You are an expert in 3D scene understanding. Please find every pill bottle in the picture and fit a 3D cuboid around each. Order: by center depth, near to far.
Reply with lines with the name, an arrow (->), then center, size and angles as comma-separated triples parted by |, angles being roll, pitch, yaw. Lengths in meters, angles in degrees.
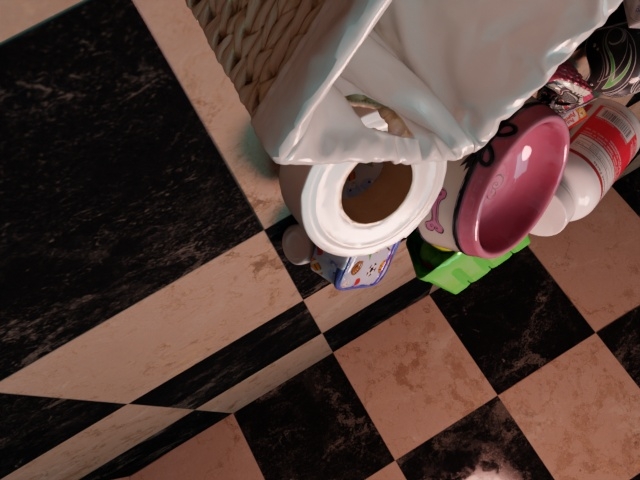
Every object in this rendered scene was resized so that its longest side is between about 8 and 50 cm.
pill bottle -> 0.000, 0.000, 1.211 | 0.169, 0.094, 0.094 | -10, 151, -46
pill bottle -> 0.691, -0.201, 1.417 | 0.407, 0.229, 0.229 | -42, 165, -25

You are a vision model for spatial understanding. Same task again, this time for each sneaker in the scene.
sneaker -> 0.551, -0.342, 1.182 | 0.112, 0.121, 0.299 | -39, 160, 28

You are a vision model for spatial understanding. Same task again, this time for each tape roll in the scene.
tape roll -> 0.076, -0.112, 0.888 | 0.286, 0.100, 0.286 | -16, 130, -20

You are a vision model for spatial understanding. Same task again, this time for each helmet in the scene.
helmet -> 0.689, -0.408, 1.154 | 0.169, 0.162, 0.169 | -13, -166, 3

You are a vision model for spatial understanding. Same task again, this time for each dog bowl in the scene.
dog bowl -> 0.394, -0.139, 1.146 | 0.407, 0.150, 0.408 | -26, 134, -30

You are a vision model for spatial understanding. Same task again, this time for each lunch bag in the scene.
lunch bag -> 0.115, -0.039, 1.139 | 0.243, 0.115, 0.304 | 3, 116, -54

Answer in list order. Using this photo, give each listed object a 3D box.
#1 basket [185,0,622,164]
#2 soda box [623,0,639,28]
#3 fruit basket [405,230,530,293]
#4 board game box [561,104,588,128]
basket -> 0.087, -0.268, 0.463 | 0.328, 0.267, 0.331 | -10, 150, -45
soda box -> 0.705, -0.477, 1.005 | 0.286, 0.091, 0.098 | -15, -178, -36
fruit basket -> 0.410, -0.048, 1.576 | 0.391, 0.283, 0.393 | -1, 122, -2
board game box -> 0.585, -0.291, 1.371 | 0.193, 0.045, 0.147 | -33, -171, 6
